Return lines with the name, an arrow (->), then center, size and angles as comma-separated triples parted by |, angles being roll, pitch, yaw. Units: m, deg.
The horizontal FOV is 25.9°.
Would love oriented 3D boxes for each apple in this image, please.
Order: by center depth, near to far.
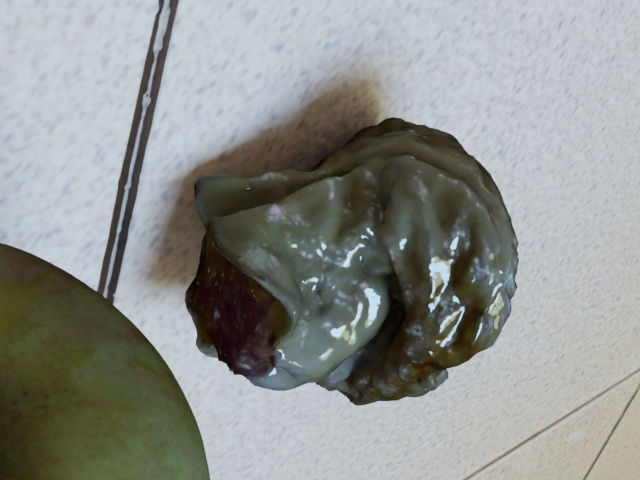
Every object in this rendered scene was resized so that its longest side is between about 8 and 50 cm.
apple -> -0.178, 0.128, 0.612 | 0.256, 0.257, 0.234 | -28, 161, -33

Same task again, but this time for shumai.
shumai -> 0.002, -0.003, 0.857 | 0.185, 0.218, 0.184 | 21, 108, -20
